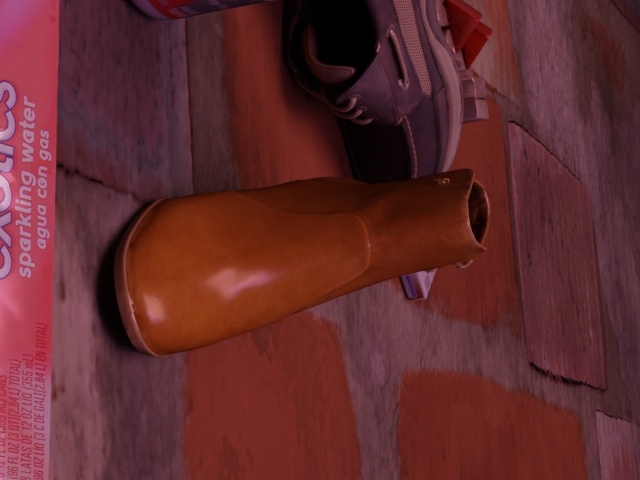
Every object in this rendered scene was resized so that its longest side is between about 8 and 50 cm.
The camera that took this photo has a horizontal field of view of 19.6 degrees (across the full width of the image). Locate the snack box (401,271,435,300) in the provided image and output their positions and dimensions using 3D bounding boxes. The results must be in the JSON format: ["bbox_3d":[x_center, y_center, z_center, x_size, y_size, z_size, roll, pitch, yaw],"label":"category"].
[{"bbox_3d":[0.105,-0.017,1.843,0.178,0.022,0.064,-66,142,-54],"label":"snack box"}]

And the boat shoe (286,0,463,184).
[{"bbox_3d":[0.029,-0.169,1.582,0.130,0.132,0.355,-35,132,-32],"label":"boat shoe"}]

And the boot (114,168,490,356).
[{"bbox_3d":[0.000,0.001,1.290,0.295,0.211,0.104,-31,111,-68],"label":"boot"}]

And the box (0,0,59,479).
[{"bbox_3d":[-0.208,-0.017,0.774,0.142,0.154,0.300,15,67,-43],"label":"box"}]

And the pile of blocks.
[{"bbox_3d":[0.094,-0.237,1.766,0.362,0.112,0.149,56,33,-50],"label":"pile of blocks"}]

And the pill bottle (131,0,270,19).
[{"bbox_3d":[-0.001,-0.252,1.274,0.161,0.283,0.161,-8,90,-69],"label":"pill bottle"}]
